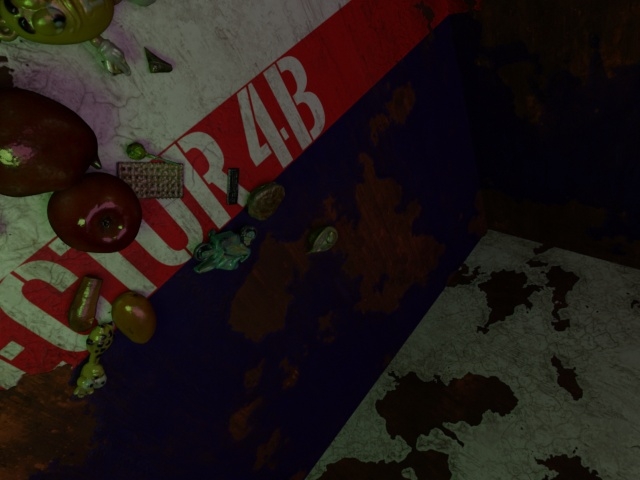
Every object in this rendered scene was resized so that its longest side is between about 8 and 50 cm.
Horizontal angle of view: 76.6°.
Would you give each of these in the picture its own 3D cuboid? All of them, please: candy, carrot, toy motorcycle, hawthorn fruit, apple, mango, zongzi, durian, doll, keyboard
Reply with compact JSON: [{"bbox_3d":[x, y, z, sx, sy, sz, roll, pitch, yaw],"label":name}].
[{"bbox_3d":[-0.578,-0.292,1.418,0.062,0.058,0.194,-40,149,30],"label":"candy"},{"bbox_3d":[-0.804,0.214,1.382,0.087,0.087,0.193,9,98,-45],"label":"carrot"},{"bbox_3d":[-0.398,0.045,1.701,0.297,0.109,0.198,-20,129,-40],"label":"toy motorcycle"},{"bbox_3d":[-0.777,-0.264,1.086,0.312,0.295,0.294,-27,123,-30],"label":"hawthorn fruit"},{"bbox_3d":[-0.696,-0.078,1.272,0.261,0.217,0.260,-23,124,-38],"label":"apple"},{"bbox_3d":[-0.688,0.296,1.510,0.141,0.102,0.217,-21,118,-30],"label":"mango"},{"bbox_3d":[-0.540,-0.601,1.349,0.076,0.040,0.083,-25,105,-43],"label":"zongzi"},{"bbox_3d":[0.000,0.000,2.068,0.208,0.102,0.146,-45,134,10],"label":"durian"},{"bbox_3d":[-0.650,-0.672,1.128,0.348,0.161,0.422,21,86,-51],"label":"doll"},{"bbox_3d":[-0.363,-0.223,1.681,0.053,0.010,0.154,-10,113,-43],"label":"keyboard"},{"bbox_3d":[-0.810,0.431,1.459,0.117,0.086,0.290,5,103,-65],"label":"doll"}]

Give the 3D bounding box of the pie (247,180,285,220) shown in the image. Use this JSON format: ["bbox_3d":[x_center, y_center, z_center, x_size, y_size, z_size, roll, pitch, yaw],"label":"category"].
[{"bbox_3d":[-0.239,-0.172,1.775,0.194,0.079,0.163,-33,135,-30],"label":"pie"}]

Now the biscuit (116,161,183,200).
[{"bbox_3d":[-0.603,-0.211,1.451,0.232,0.016,0.138,-9,112,-42],"label":"biscuit"}]
